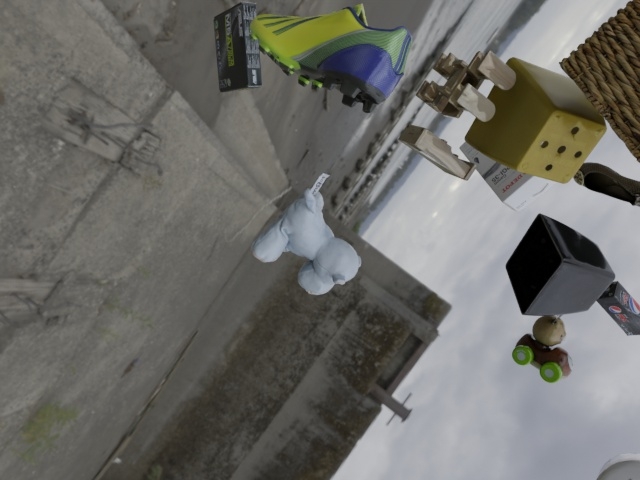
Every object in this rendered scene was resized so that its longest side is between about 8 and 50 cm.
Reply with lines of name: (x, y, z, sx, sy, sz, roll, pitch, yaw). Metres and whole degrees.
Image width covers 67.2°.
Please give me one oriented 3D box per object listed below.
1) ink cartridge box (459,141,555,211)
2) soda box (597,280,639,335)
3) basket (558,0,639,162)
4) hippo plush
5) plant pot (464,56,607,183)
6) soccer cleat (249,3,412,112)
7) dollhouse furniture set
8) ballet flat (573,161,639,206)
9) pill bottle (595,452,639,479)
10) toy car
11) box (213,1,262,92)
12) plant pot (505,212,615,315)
ink cartridge box: (0.624, -0.268, 1.576, 0.117, 0.283, 0.207, 19, 126, -43)
soda box: (0.814, 0.184, 1.295, 0.060, 0.169, 0.053, -23, -152, 57)
basket: (0.614, -0.265, 0.823, 0.213, 0.299, 0.223, 9, 140, -39)
hippo plush: (0.000, 0.000, 1.225, 0.294, 0.236, 0.234, -41, -173, 34)
plant pot: (0.489, -0.246, 1.068, 0.187, 0.212, 0.212, -102, -151, -51)
soccer cleat: (0.008, -0.273, 0.667, 0.093, 0.289, 0.121, 23, 102, -51)
dollhouse furniture set: (0.322, -0.288, 1.105, 0.242, 0.160, 0.212, -57, -158, 9)
ballet flat: (0.775, -0.146, 1.290, 0.058, 0.084, 0.250, -36, -143, -9)
pill bottle: (0.466, 0.374, 0.696, 0.121, 0.121, 0.221, -53, 144, 5)
toy car: (0.621, 0.257, 1.281, 0.155, 0.148, 0.189, 0, 116, -52)
box: (-0.209, -0.474, 1.205, 0.045, 0.191, 0.184, -10, -163, -29)
plant pot: (0.595, 0.073, 1.189, 0.188, 0.166, 0.188, -85, -172, -51)
